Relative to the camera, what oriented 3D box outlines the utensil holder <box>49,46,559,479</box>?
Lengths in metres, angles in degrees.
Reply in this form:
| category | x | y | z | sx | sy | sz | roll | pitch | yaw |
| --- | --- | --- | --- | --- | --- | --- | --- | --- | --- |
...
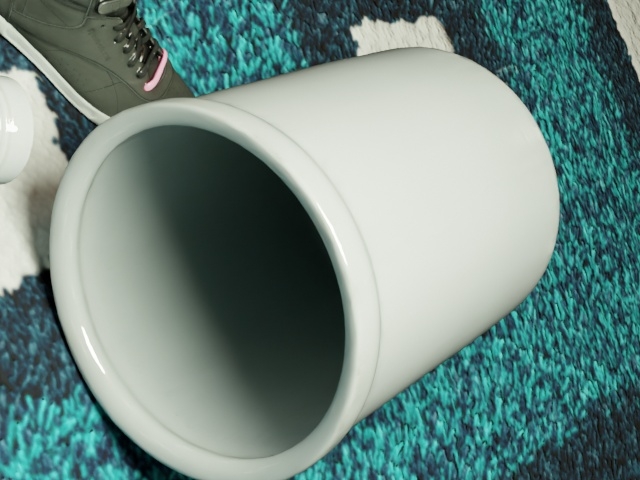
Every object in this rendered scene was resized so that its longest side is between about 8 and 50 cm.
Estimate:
| category | x | y | z | sx | sy | sz | roll | pitch | yaw |
| --- | --- | --- | --- | --- | --- | --- | --- | --- | --- |
| utensil holder | 0.000 | 0.000 | 1.290 | 0.385 | 0.327 | 0.327 | -26 | 91 | -53 |

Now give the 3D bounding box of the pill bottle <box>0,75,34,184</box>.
| category | x | y | z | sx | sy | sz | roll | pitch | yaw |
| --- | --- | --- | --- | --- | --- | --- | --- | --- | --- |
| pill bottle | -0.355 | -0.091 | 1.080 | 0.264 | 0.146 | 0.146 | -2 | 73 | -47 |

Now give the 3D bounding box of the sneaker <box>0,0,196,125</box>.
| category | x | y | z | sx | sy | sz | roll | pitch | yaw |
| --- | --- | --- | --- | --- | --- | --- | --- | --- | --- |
| sneaker | -0.189 | -0.202 | 1.313 | 0.296 | 0.147 | 0.104 | 40 | 44 | -28 |
